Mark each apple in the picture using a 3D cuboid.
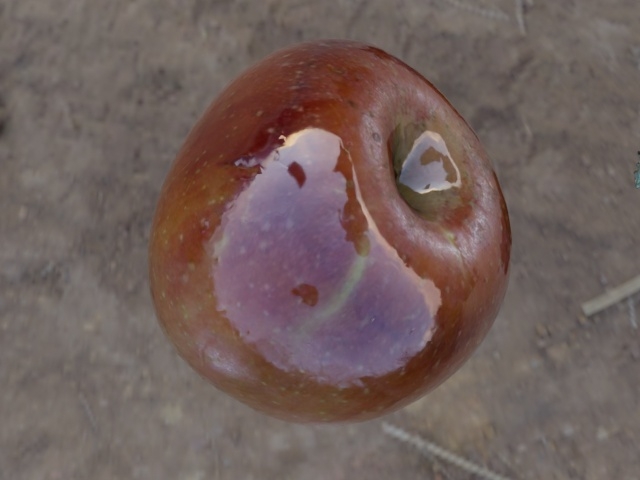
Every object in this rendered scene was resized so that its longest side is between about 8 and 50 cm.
[{"bbox_3d":[0.000,0.000,0.908,0.162,0.201,0.201,-30,116,37],"label":"apple"}]

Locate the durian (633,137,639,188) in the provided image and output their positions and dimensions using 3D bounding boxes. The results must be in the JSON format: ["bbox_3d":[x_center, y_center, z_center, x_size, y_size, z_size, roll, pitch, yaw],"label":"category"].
[{"bbox_3d":[0.362,-0.046,1.240,0.138,0.237,0.193,-15,133,-47],"label":"durian"}]
